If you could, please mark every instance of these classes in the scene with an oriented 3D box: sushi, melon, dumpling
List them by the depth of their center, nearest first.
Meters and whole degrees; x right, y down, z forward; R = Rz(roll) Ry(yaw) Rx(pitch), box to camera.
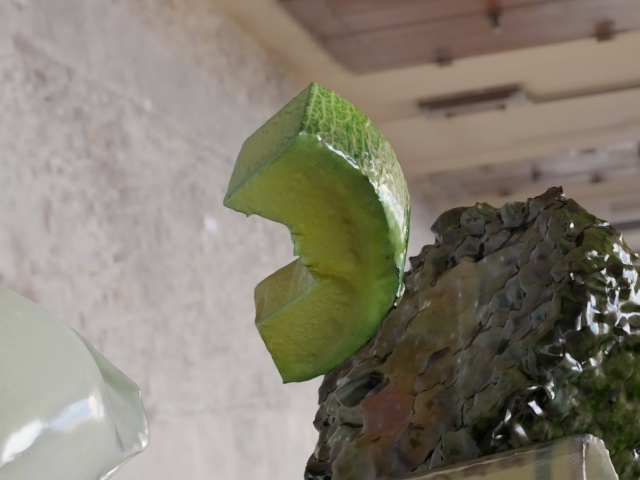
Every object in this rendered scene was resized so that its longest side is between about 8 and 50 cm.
[{"bbox_3d":[-0.199,0.080,0.834,0.179,0.131,0.252,46,28,12],"label":"dumpling"},{"bbox_3d":[0.000,0.000,1.036,0.064,0.118,0.209,-91,166,-49],"label":"melon"},{"bbox_3d":[0.139,0.132,1.400,0.178,0.352,0.294,40,-10,-27],"label":"sushi"}]

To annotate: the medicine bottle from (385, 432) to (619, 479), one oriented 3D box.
[{"bbox_3d":[0.020,0.290,1.119,0.236,0.406,0.235,-16,90,-76],"label":"medicine bottle"}]
